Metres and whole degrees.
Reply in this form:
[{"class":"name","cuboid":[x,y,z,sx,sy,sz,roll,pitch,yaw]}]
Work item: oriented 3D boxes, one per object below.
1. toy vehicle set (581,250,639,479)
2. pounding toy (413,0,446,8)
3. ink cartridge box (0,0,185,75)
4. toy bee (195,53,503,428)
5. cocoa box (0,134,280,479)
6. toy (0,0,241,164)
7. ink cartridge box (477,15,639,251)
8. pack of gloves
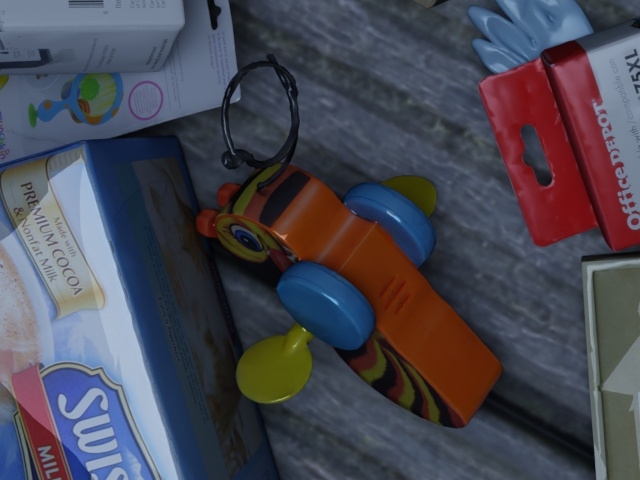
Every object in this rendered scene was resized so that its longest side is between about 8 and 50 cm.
[{"class":"toy vehicle set","cuboid":[0.274,0.137,1.004,0.166,0.035,0.266,-4,95,11]},{"class":"pounding toy","cuboid":[0.080,-0.245,0.980,0.130,0.100,0.141,31,111,6]},{"class":"ink cartridge box","cuboid":[-0.209,-0.192,0.932,0.218,0.092,0.158,-3,76,-18]},{"class":"toy bee","cuboid":[0.000,0.000,0.987,0.162,0.195,0.298,6,120,52]},{"class":"cocoa box","cuboid":[-0.177,0.120,0.983,0.228,0.231,0.347,-16,92,10]},{"class":"toy","cuboid":[-0.162,-0.130,1.039,0.237,0.056,0.136,-13,77,19]},{"class":"ink cartridge box","cuboid":[0.232,-0.081,0.941,0.231,0.078,0.134,-20,102,8]},{"class":"pack of gloves","cuboid":[0.231,-0.154,0.988,0.232,0.046,0.195,36,102,-6]}]
